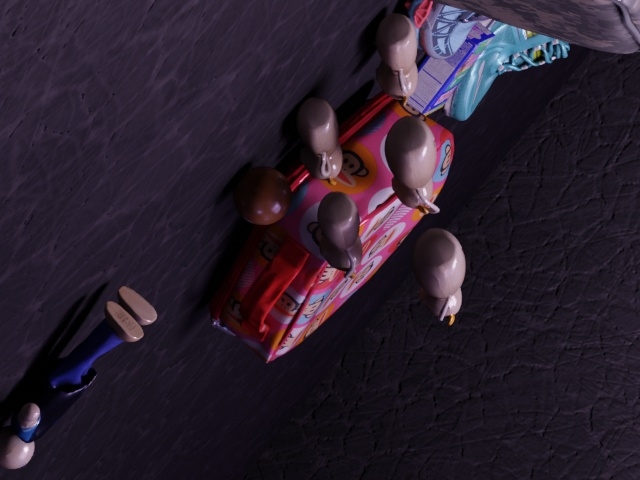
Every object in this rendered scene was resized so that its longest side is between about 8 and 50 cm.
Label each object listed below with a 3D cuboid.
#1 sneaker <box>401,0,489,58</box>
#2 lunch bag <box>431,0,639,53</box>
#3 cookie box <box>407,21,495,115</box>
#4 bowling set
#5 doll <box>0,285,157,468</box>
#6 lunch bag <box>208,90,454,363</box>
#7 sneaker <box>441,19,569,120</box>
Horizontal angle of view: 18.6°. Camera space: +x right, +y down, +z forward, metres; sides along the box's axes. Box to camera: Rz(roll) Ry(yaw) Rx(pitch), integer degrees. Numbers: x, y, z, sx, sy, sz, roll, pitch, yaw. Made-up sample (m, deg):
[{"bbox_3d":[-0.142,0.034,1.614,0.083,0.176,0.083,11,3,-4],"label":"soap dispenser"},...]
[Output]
[{"bbox_3d":[0.164,-0.237,1.802,0.104,0.125,0.262,-44,170,-34],"label":"sneaker"},{"bbox_3d":[0.155,-0.277,1.259,0.305,0.213,0.256,13,95,-76],"label":"lunch bag"},{"bbox_3d":[0.141,-0.195,2.190,0.107,0.040,0.092,-53,173,22],"label":"cookie box"},{"bbox_3d":[0.021,-0.058,1.819,0.200,0.287,0.154,-8,162,2],"label":"bowling set"},{"bbox_3d":[-0.217,0.122,1.628,0.189,0.046,0.129,-47,-176,22],"label":"doll"},{"bbox_3d":[0.000,0.000,2.016,0.258,0.120,0.293,-44,170,-38],"label":"lunch bag"},{"bbox_3d":[0.241,-0.245,2.269,0.275,0.110,0.107,-50,173,6],"label":"sneaker"}]
